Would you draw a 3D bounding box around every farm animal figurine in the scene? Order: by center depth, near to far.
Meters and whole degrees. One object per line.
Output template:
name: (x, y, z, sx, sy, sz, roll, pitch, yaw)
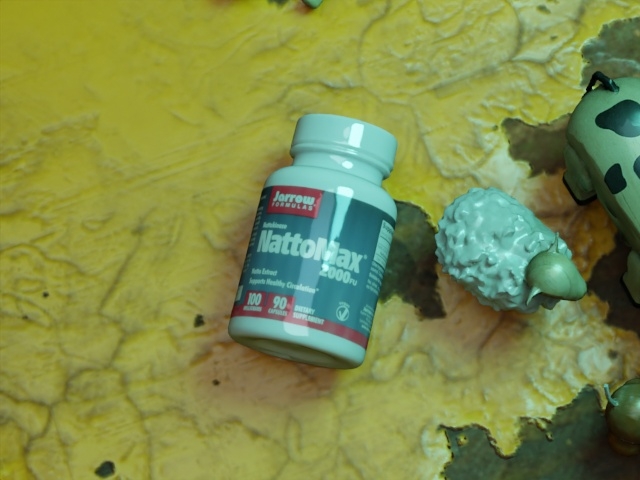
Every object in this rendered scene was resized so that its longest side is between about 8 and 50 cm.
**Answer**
farm animal figurine: (0.298, -0.005, 1.288, 0.330, 0.172, 0.327, -43, 76, -7)

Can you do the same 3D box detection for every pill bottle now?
pill bottle: (0.000, 0.000, 1.346, 0.108, 0.108, 0.180, 12, 78, 7)

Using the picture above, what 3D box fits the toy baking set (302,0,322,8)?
toy baking set: (-0.011, -0.321, 1.425, 0.197, 0.030, 0.256, 43, 81, -13)
